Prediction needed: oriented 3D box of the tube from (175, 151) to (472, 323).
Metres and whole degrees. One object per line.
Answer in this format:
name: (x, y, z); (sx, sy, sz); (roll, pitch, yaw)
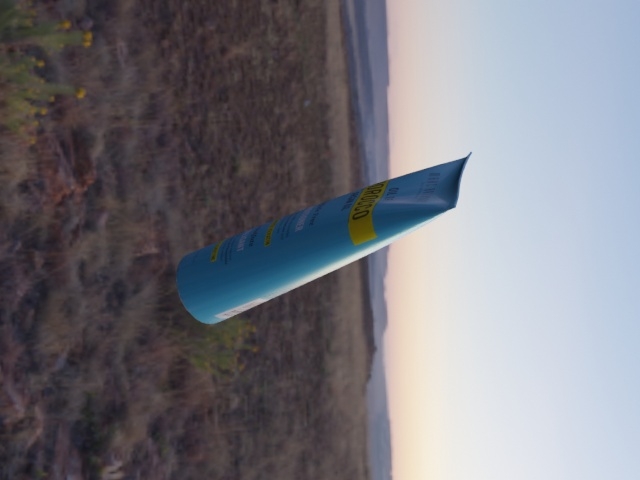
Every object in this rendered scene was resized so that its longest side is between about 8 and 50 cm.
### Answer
tube: (0.000, 0.000, 0.500); (0.052, 0.207, 0.080); (56, 30, -21)
